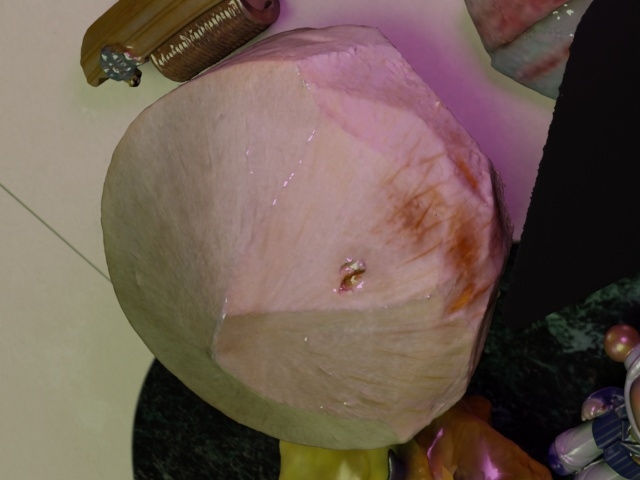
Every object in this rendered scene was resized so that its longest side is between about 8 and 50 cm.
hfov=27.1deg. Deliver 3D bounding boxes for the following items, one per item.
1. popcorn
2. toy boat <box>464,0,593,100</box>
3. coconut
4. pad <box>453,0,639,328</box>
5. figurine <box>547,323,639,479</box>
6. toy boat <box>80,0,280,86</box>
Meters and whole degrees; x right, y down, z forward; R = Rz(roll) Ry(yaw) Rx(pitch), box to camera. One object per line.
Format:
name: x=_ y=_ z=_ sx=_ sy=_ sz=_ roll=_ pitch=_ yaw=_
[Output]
popcorn: x=0.087 y=0.257 z=1.396 sx=0.316 sy=0.281 sz=0.297 roll=-1 pitch=75 yaw=7
toy boat: x=0.275 y=-0.177 z=1.221 sx=0.282 sy=0.096 sz=0.206 roll=38 pitch=132 yaw=-10
coconut: x=0.000 y=0.000 z=1.231 sx=0.415 sy=0.415 sz=0.344 roll=41 pitch=123 yaw=4
pad: x=0.230 y=-0.091 z=1.130 sx=0.063 sy=0.315 sz=0.375 roll=45 pitch=143 yaw=34
figurine: x=0.348 y=0.189 z=1.323 sx=0.194 sy=0.133 sz=0.274 roll=44 pitch=134 yaw=30
toy boat: x=-0.128 y=-0.237 z=1.374 sx=0.310 sy=0.089 sz=0.115 roll=-31 pitch=100 yaw=33
